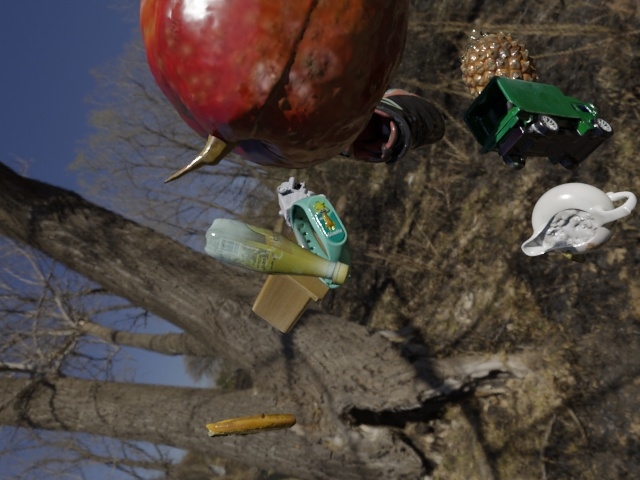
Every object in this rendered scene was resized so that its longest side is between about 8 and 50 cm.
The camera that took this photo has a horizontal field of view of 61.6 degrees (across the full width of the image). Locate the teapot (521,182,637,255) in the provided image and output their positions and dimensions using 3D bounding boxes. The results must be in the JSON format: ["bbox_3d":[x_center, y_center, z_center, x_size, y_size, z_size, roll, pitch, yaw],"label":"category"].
[{"bbox_3d":[0.676,-0.056,1.416,0.298,0.204,0.139,-37,5,41],"label":"teapot"}]

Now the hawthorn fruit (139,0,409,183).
[{"bbox_3d":[-0.036,-0.196,0.508,0.258,0.259,0.261,116,147,-72],"label":"hawthorn fruit"}]

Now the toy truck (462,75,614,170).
[{"bbox_3d":[0.239,-0.122,0.581,0.065,0.147,0.079,-56,44,47],"label":"toy truck"}]

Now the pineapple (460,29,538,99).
[{"bbox_3d":[0.401,-0.404,1.239,0.166,0.193,0.166,-33,0,0],"label":"pineapple"}]

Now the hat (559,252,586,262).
[{"bbox_3d":[0.793,-0.003,1.696,0.146,0.146,0.067,-77,11,-55],"label":"hat"}]

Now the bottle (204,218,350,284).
[{"bbox_3d":[-0.077,0.027,0.990,0.083,0.270,0.083,16,-90,-83],"label":"bottle"}]

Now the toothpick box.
[{"bbox_3d":[-0.081,0.134,1.639,0.187,0.190,0.308,-55,-1,-39],"label":"toothpick box"}]

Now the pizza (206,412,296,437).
[{"bbox_3d":[-0.141,0.403,1.172,0.176,0.185,0.036,80,-177,-68],"label":"pizza"}]

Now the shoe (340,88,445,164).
[{"bbox_3d":[0.119,-0.201,0.951,0.137,0.291,0.114,35,130,52],"label":"shoe"}]

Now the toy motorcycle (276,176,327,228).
[{"bbox_3d":[-0.058,-0.125,1.842,0.260,0.171,0.110,-111,16,-50],"label":"toy motorcycle"}]

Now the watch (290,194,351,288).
[{"bbox_3d":[0.000,0.000,1.299,0.237,0.068,0.195,59,156,22],"label":"watch"}]
